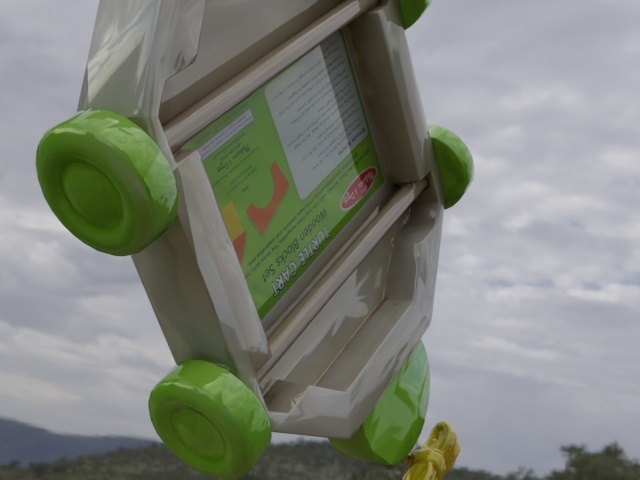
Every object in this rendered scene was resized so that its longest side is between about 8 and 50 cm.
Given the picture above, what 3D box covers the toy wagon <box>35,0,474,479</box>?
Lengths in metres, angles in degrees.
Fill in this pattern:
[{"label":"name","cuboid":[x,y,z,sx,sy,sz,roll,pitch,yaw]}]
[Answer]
[{"label":"toy wagon","cuboid":[0.000,0.000,0.460,0.068,0.267,0.344,2,-58,34]}]
